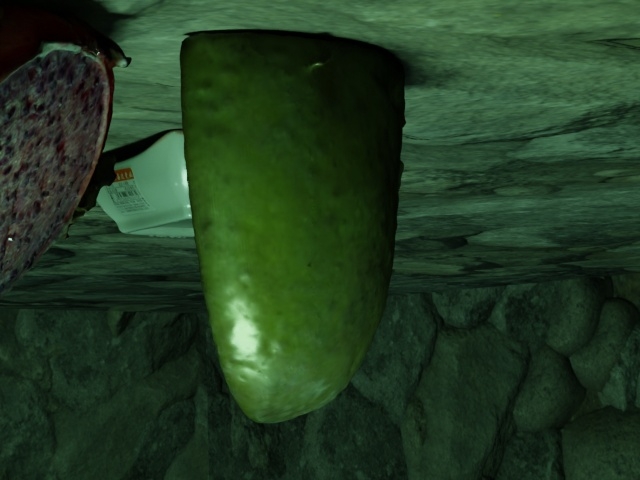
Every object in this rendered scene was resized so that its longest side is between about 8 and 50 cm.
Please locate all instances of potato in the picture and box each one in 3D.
[{"bbox_3d":[0.000,0.000,1.257,0.112,0.255,0.269,-2,175,21],"label":"potato"}]

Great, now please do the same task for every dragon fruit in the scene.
[{"bbox_3d":[-0.239,-0.064,1.082,0.148,0.224,0.218,31,143,15],"label":"dragon fruit"}]

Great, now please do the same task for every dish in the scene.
[{"bbox_3d":[-0.117,-0.047,1.661,0.151,0.077,0.212,2,174,-31],"label":"dish"}]
